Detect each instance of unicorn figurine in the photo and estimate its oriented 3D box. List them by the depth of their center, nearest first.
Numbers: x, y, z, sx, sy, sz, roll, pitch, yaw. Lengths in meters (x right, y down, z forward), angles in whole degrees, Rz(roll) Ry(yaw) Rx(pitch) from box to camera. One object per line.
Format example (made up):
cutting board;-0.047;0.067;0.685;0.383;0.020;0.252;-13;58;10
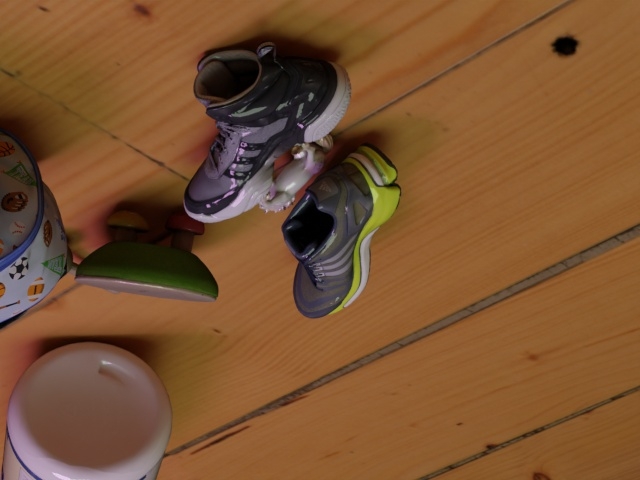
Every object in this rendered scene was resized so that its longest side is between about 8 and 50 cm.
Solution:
unicorn figurine;-0.044;-0.076;1.645;0.162;0.060;0.111;-32;160;17

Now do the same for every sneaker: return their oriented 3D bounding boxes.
sneaker;-0.102;-0.130;1.525;0.153;0.101;0.268;23;129;-40
sneaker;0.000;0.000;1.716;0.121;0.111;0.300;-22;148;-30

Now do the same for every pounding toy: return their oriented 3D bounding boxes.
pounding toy;-0.235;0.011;1.721;0.237;0.110;0.183;3;171;37

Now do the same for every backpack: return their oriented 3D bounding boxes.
backpack;-0.424;-0.012;1.488;0.263;0.276;0.213;-19;150;-11

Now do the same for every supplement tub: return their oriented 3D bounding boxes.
supplement tub;-0.359;0.325;2.018;0.235;0.235;0.325;0;146;-16
